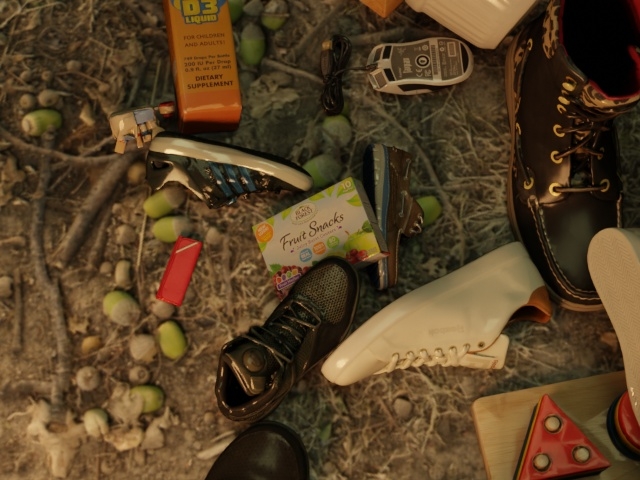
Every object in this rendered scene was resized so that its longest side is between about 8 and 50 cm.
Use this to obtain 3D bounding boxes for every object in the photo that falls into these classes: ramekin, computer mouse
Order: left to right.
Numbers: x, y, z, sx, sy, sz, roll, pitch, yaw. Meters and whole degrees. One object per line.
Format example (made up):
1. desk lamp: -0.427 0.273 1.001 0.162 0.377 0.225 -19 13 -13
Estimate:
1. computer mouse: 0.095 -0.211 2.008 0.193 0.042 0.106 -3 68 0
2. ramekin: 0.237 -0.353 1.951 0.127 0.273 0.273 42 73 1

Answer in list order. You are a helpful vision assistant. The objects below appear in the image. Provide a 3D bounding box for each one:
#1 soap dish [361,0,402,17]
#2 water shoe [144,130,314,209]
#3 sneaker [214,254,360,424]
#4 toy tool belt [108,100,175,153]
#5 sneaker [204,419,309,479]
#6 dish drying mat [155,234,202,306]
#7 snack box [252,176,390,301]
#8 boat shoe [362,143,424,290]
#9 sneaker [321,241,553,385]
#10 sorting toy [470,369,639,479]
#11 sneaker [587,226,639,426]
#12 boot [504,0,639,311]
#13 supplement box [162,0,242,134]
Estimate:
1. soap dish: 0.046 -0.455 2.035 0.291 0.118 0.229 40 73 11
2. water shoe: -0.111 -0.074 1.941 0.203 0.073 0.080 14 99 -1
3. sneaker: -0.038 0.113 1.815 0.087 0.130 0.227 42 90 9
4. toy tool belt: -0.215 -0.138 1.957 0.083 0.052 0.051 -12 105 -5
5. sneaker: -0.108 0.347 1.756 0.125 0.140 0.341 26 71 5
6. dish drying mat: -0.169 0.036 1.920 0.032 0.008 0.083 19 71 0
7. snack box: 0.000 0.000 1.898 0.141 0.037 0.100 -27 73 19
8. boat shoe: 0.090 -0.029 1.934 0.066 0.066 0.183 3 76 -13
9. sneaker: 0.145 0.113 1.871 0.290 0.106 0.123 -28 75 -13
10. sorting toy: 0.331 0.276 1.843 0.257 0.089 0.255 -10 73 -8
11. sneaker: 0.423 0.117 1.813 0.169 0.108 0.292 -5 73 -38
12. boot: 0.308 -0.127 1.868 0.138 0.284 0.377 -1 74 -6
13. supplement box: -0.149 -0.252 1.979 0.078 0.080 0.233 -6 71 -9
